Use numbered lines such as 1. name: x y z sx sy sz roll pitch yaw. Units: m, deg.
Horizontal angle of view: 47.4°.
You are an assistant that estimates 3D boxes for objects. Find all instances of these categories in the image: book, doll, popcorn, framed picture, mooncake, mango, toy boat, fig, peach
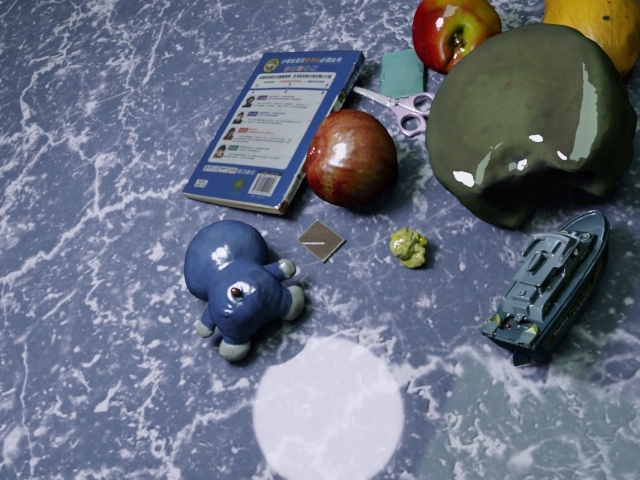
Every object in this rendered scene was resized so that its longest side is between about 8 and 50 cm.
1. book: -0.105 -0.257 1.630 0.300 0.039 0.428 11 65 38
2. doll: -0.168 0.077 1.410 0.228 0.154 0.258 -37 46 2
3. book: 0.181 -0.365 1.613 0.103 0.017 0.135 -6 60 20
4. popcorn: 0.163 0.015 1.354 0.068 0.059 0.083 -25 73 -29
5. framed picture: 0.000 0.000 1.462 0.066 0.007 0.089 -46 53 -9
6. mooncake: 0.365 -0.200 1.291 0.351 0.187 0.351 -14 66 34
7. mango: 0.529 -0.438 1.435 0.187 0.144 0.359 -4 55 18
8. toy boat: 0.382 0.060 1.191 0.296 0.122 0.114 -51 31 -17
9. fig: 0.068 -0.158 1.439 0.205 0.205 0.205 -11 56 16
10. peach: 0.279 -0.439 1.526 0.197 0.197 0.197 -11 56 16

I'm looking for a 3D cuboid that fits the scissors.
1. scissors: 0.152 -0.294 1.564 0.212 0.021 0.110 27 79 28
